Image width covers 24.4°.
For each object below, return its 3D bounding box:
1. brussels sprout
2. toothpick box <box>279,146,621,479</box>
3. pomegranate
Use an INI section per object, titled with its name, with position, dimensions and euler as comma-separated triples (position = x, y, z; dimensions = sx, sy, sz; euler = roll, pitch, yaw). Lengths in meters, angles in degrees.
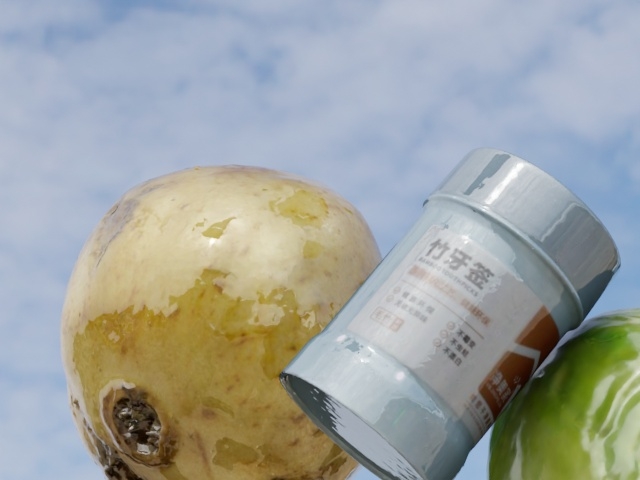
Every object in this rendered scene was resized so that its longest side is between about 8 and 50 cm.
[brussels sprout]
position = 0.161, 0.113, 0.759
dimensions = 0.161, 0.181, 0.144
euler = -35, -61, -14
[toothpick box]
position = 0.066, 0.042, 0.737
dimensions = 0.101, 0.153, 0.101
euler = 37, -15, 12
[pomegranate]
position = -0.058, 0.073, 1.021
dimensions = 0.260, 0.260, 0.260
euler = -4, -25, -2
